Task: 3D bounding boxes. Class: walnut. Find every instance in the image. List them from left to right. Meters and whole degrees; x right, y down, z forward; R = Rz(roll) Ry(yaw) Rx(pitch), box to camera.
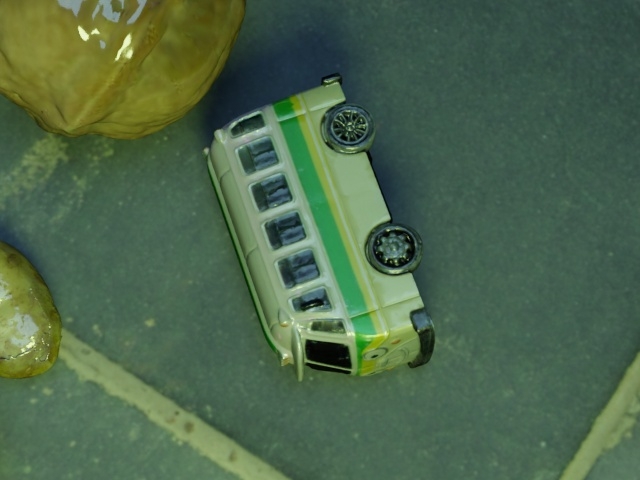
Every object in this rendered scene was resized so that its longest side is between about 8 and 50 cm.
[{"bbox_3d":[-0.231,-0.265,1.845,0.306,0.306,0.343,11,62,0],"label":"walnut"}]

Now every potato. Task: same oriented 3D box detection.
[{"bbox_3d":[-0.335,0.070,1.814,0.107,0.080,0.170,-37,79,-14],"label":"potato"}]

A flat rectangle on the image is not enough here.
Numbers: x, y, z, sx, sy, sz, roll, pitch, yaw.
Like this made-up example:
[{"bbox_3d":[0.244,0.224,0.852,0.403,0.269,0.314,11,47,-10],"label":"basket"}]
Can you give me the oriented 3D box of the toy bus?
[{"bbox_3d":[0.000,0.000,1.832,0.179,0.143,0.305,-18,72,-8],"label":"toy bus"}]
